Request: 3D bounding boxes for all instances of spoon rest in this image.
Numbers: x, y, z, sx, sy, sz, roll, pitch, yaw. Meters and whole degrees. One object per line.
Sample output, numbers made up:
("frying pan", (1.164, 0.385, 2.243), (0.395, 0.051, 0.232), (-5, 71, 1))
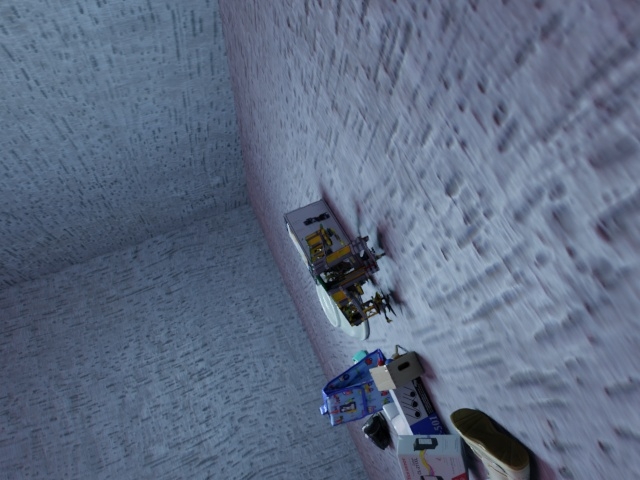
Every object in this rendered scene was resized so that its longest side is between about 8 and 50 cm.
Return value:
("spoon rest", (0.306, 0.669, 1.515), (0.137, 0.084, 0.276), (58, 176, 44))

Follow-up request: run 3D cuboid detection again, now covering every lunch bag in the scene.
("lunch bag", (0.131, 0.579, 1.550), (0.138, 0.294, 0.220), (-126, 19, -48))

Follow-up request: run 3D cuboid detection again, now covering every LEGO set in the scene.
("LEGO set", (0.110, 0.087, 1.226), (0.331, 0.192, 0.255), (58, -171, -18))

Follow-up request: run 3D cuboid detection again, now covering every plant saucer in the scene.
("plant saucer", (0.067, 0.250, 1.722), (0.400, 0.101, 0.399), (158, 90, -76))

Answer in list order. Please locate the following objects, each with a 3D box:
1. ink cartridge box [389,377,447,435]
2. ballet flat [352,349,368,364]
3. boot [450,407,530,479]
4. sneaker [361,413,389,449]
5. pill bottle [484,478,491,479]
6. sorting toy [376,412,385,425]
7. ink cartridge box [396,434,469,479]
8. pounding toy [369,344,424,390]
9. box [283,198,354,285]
("ink cartridge box", (0.299, 0.530, 1.237), (0.046, 0.097, 0.206), (114, 133, -73))
("ballet flat", (0.205, 0.595, 1.735), (0.083, 0.087, 0.247), (102, 144, -67))
("boot", (0.379, 0.486, 0.900), (0.213, 0.077, 0.164), (21, 133, 69))
("sneaker", (0.281, 0.923, 1.951), (0.124, 0.107, 0.283), (36, 160, 33))
("pill bottle", (0.419, 0.657, 0.924), (0.112, 0.112, 0.186), (102, 144, -67))
("sorting toy", (0.286, 0.841, 1.957), (0.083, 0.012, 0.061), (48, 161, 48))
("ink cartridge box", (0.312, 0.616, 1.133), (0.072, 0.175, 0.127), (-54, -50, -63))
("pounding toy", (0.232, 0.382, 1.247), (0.100, 0.141, 0.130), (66, 152, 14))
("box", (0.000, 0.000, 1.456), (0.289, 0.169, 0.087), (59, 166, 31))
